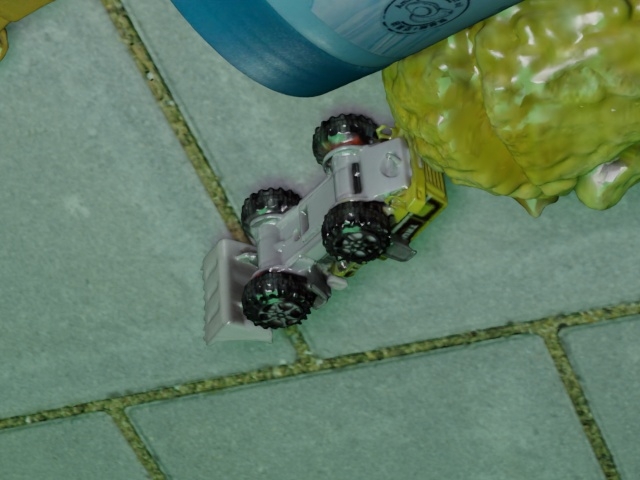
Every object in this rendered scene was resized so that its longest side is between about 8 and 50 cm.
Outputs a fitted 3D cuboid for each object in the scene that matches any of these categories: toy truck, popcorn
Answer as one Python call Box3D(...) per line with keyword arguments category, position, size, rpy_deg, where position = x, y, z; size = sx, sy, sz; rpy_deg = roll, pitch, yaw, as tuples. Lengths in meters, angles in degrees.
Box3D(category="toy truck", position=(0.000, 0.000, 1.587), size=(0.111, 0.136, 0.286), rpy_deg=(23, 136, -32))
Box3D(category="popcorn", position=(0.181, -0.145, 1.358), size=(0.257, 0.224, 0.270), rpy_deg=(22, 125, -13))

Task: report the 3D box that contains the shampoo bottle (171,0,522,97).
Box3D(category="shampoo bottle", position=(0.072, -0.310, 1.139), size=(0.342, 0.331, 0.331), rpy_deg=(-23, 119, 28))

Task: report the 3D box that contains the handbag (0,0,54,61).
Box3D(category="handbag", position=(-0.335, -0.285, 1.449), size=(0.283, 0.133, 0.401), rpy_deg=(38, 129, -22))
